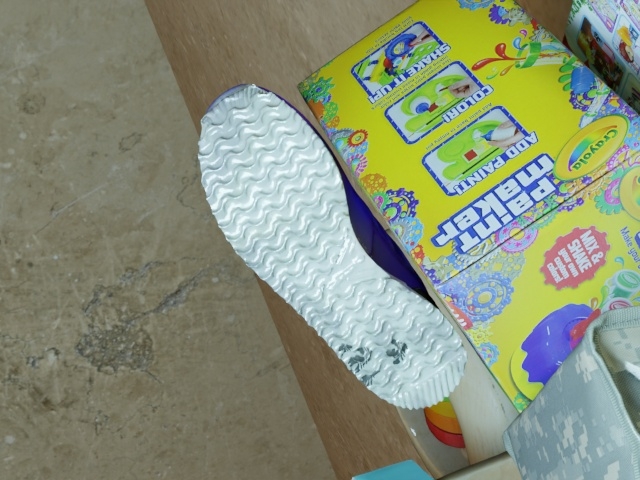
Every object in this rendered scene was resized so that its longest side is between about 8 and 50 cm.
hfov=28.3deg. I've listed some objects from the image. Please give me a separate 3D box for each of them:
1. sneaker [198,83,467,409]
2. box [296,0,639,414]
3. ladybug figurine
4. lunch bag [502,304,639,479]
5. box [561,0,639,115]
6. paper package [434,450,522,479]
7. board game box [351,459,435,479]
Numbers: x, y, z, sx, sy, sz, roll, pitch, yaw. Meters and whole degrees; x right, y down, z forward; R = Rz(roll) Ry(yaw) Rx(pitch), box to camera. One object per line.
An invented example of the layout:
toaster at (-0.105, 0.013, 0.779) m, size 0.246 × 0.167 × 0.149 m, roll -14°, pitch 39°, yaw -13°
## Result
sneaker at (-0.001, 0.001, 1.027) m, size 0.293 × 0.102 × 0.146 m, roll 55°, pitch -176°, yaw -14°
box at (0.161, -0.008, 0.978) m, size 0.290 × 0.177 × 0.279 m, roll 54°, pitch -177°, yaw -40°
ladybug figurine at (0.180, 0.142, 1.452) m, size 0.305 × 0.162 × 0.449 m, roll 50°, pitch 162°, yaw 42°
lunch bag at (0.284, 0.122, 0.769) m, size 0.235 × 0.287 × 0.169 m, roll 99°, pitch 160°, yaw -67°
box at (0.276, -0.077, 0.860) m, size 0.293 × 0.057 × 0.201 m, roll 57°, pitch 167°, yaw 22°
paper package at (0.254, 0.325, 1.140) m, size 0.325 × 0.168 × 0.309 m, roll -37°, pitch 68°, yaw 49°
board game box at (0.134, 0.392, 1.107) m, size 0.336 × 0.079 × 0.254 m, roll 33°, pitch 122°, yaw 45°
